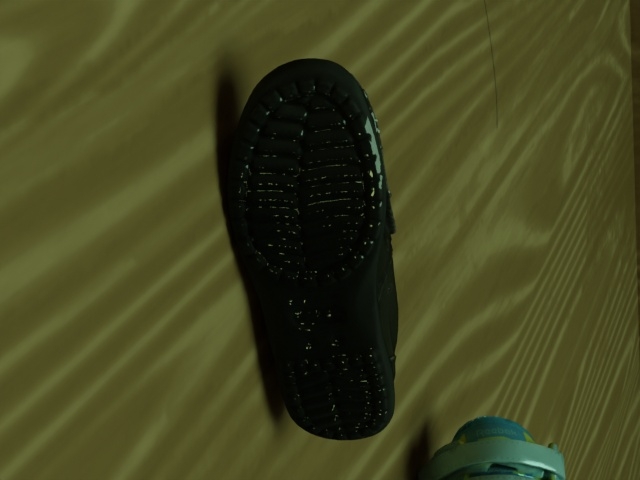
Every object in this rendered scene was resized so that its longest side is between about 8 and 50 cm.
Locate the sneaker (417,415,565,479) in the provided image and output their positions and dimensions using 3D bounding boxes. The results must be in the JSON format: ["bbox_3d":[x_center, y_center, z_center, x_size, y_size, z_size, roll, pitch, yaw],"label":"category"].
[{"bbox_3d":[0.127,0.211,1.027,0.319,0.127,0.208,120,-26,-72],"label":"sneaker"}]

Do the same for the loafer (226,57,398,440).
[{"bbox_3d":[0.000,0.000,0.805,0.078,0.080,0.220,-75,164,-59],"label":"loafer"}]
